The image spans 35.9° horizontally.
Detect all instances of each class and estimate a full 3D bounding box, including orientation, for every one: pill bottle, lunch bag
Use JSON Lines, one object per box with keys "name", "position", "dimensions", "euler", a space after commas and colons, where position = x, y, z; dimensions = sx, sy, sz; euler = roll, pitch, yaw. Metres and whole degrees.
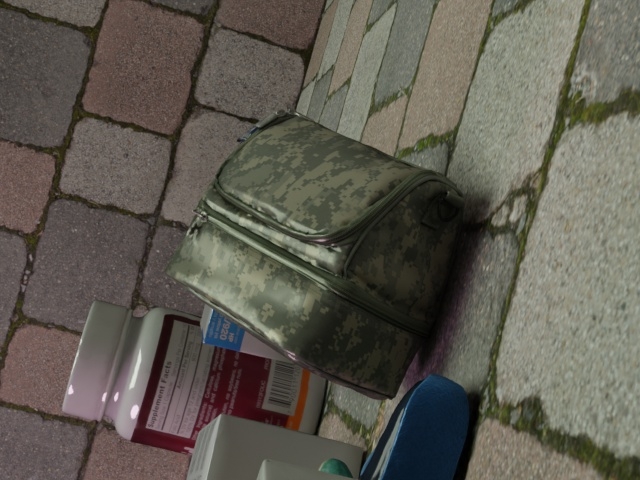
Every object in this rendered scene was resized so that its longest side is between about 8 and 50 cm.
{"name": "pill bottle", "position": [-0.206, 0.239, 1.623], "dimensions": [0.224, 0.392, 0.224], "euler": [-164, 90, -81]}
{"name": "lunch bag", "position": [0.000, 0.000, 1.144], "dimensions": [0.305, 0.212, 0.256], "euler": [28, 88, 46]}

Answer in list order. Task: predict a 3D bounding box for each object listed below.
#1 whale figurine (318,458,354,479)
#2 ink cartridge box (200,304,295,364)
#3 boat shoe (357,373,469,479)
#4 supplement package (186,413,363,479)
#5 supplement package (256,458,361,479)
{"name": "whale figurine", "position": [-0.013, 0.347, 0.974], "dimensions": [0.272, 0.216, 0.141], "euler": [-49, 15, -31]}
{"name": "ink cartridge box", "position": [-0.035, 0.079, 1.389], "dimensions": [0.171, 0.232, 0.168], "euler": [-155, 80, -81]}
{"name": "boat shoe", "position": [0.075, 0.255, 0.924], "dimensions": [0.258, 0.109, 0.089], "euler": [-59, -1, -11]}
{"name": "supplement package", "position": [-0.072, 0.329, 1.291], "dimensions": [0.203, 0.194, 0.149], "euler": [132, 152, -68]}
{"name": "supplement package", "position": [0.012, 0.347, 0.749], "dimensions": [0.199, 0.198, 0.263], "euler": [-100, 28, -68]}
